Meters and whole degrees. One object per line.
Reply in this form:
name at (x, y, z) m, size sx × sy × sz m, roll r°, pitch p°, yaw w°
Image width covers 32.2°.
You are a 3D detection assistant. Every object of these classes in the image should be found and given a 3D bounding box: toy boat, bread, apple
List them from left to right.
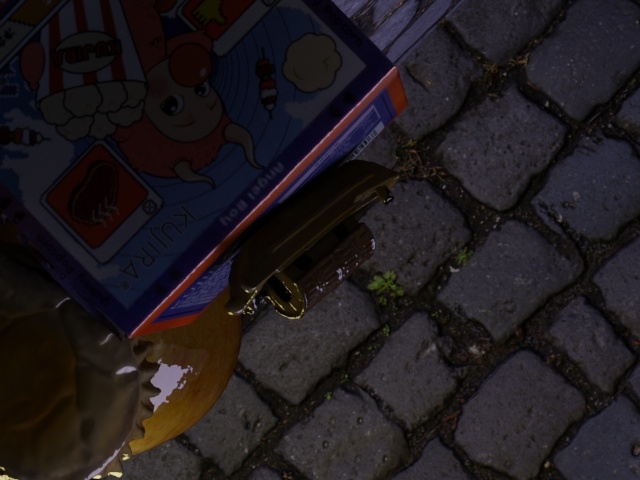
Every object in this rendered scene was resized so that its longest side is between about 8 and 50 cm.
bread at (-0.333, 0.096, 1.090) m, size 0.236 × 0.388 × 0.183 m, roll -51°, pitch 173°, yaw -15°
apple at (-0.293, 0.098, 1.532) m, size 0.333 × 0.400 × 0.400 m, roll -52°, pitch 172°, yaw 34°
toy boat at (0.000, 0.000, 1.030) m, size 0.226 × 0.088 × 0.068 m, roll -38°, pitch 171°, yaw -37°

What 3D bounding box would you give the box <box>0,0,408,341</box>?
box at (-0.145, -0.136, 1.080) m, size 0.348 × 0.318 × 0.257 m, roll -44°, pitch 176°, yaw 4°
